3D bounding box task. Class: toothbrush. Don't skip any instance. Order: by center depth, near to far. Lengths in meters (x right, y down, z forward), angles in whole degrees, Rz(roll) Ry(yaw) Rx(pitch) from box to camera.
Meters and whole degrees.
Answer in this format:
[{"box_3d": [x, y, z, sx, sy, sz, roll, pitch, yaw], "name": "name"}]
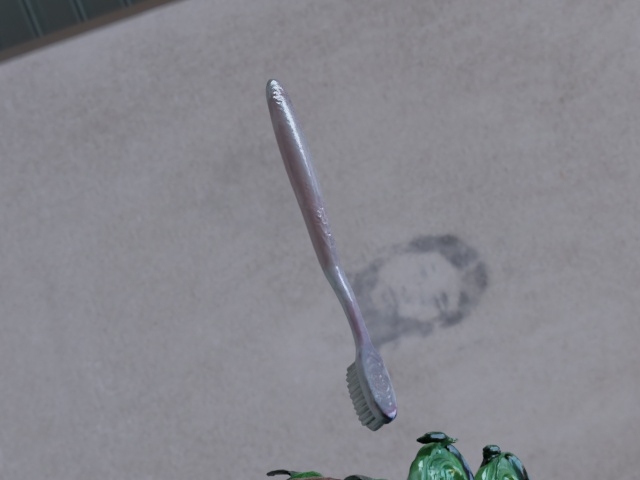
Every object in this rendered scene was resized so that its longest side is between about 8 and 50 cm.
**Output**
[{"box_3d": [0.000, 0.000, 0.781, 0.029, 0.025, 0.307, -47, -129, 43], "name": "toothbrush"}]

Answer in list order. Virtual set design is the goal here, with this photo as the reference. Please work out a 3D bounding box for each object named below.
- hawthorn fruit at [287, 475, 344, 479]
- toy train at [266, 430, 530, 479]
[{"box_3d": [-0.010, 0.165, 0.400, 0.138, 0.133, 0.133, -18, -85, 43], "name": "hawthorn fruit"}, {"box_3d": [0.062, 0.224, 0.634, 0.243, 0.132, 0.188, 23, 55, -56], "name": "toy train"}]
